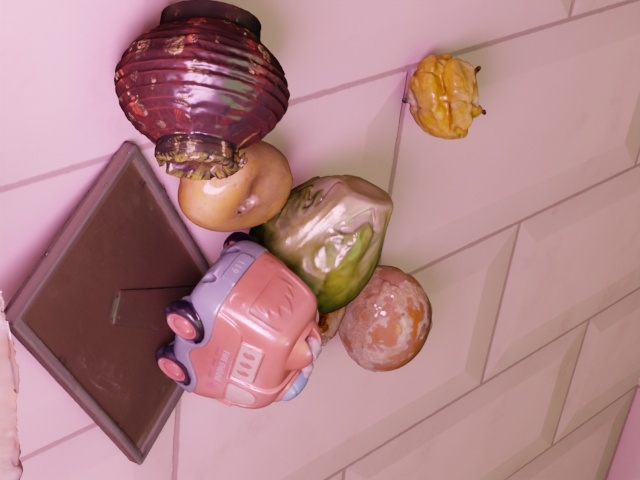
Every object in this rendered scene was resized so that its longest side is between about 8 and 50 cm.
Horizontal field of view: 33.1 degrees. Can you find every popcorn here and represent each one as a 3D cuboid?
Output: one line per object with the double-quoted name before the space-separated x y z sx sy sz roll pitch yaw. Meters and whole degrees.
"popcorn" 0.227 -0.262 1.955 0.152 0.148 0.167 -17 149 -10

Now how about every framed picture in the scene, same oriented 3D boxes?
"framed picture" -0.287 0.109 1.652 0.326 0.028 0.446 -60 149 -27

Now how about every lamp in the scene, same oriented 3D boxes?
"lamp" -0.161 -0.199 1.467 0.247 0.247 0.247 -30 137 -33

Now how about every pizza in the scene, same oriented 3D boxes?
"pizza" 0.027 0.062 1.957 0.056 0.134 0.271 19 79 -12

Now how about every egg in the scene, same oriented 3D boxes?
"egg" 0.124 0.156 2.117 0.195 0.195 0.233 -36 136 -27

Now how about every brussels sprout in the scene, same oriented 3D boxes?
"brussels sprout" 0.000 0.000 1.783 0.271 0.210 0.219 -49 -175 33

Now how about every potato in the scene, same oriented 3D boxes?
"potato" -0.136 -0.086 1.648 0.234 0.146 0.150 7 94 -64

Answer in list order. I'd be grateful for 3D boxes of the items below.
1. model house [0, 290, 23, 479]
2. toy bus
"model house" -0.587 0.112 1.107 0.445 0.400 0.395 -23 146 -28
"toy bus" -0.110 0.143 1.687 0.194 0.232 0.287 -56 170 -39
